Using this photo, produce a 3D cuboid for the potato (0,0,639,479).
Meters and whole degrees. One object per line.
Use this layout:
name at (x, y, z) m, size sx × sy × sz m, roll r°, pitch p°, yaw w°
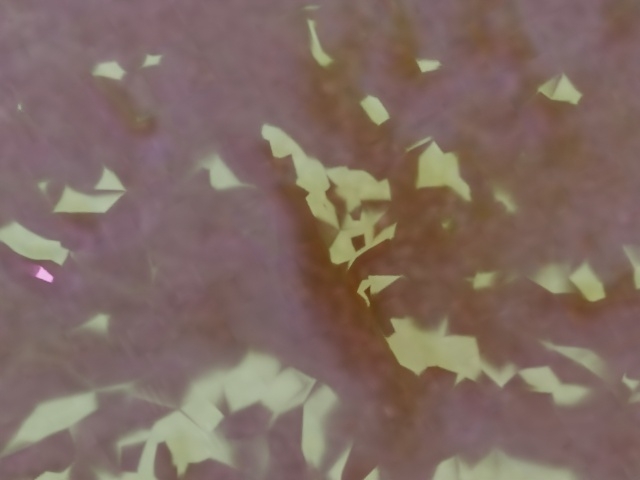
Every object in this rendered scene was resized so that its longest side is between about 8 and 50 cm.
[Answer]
potato at (0.000, 0.000, 0.442) m, size 0.300 × 0.196 × 0.246 m, roll -21°, pitch 100°, yaw 6°
